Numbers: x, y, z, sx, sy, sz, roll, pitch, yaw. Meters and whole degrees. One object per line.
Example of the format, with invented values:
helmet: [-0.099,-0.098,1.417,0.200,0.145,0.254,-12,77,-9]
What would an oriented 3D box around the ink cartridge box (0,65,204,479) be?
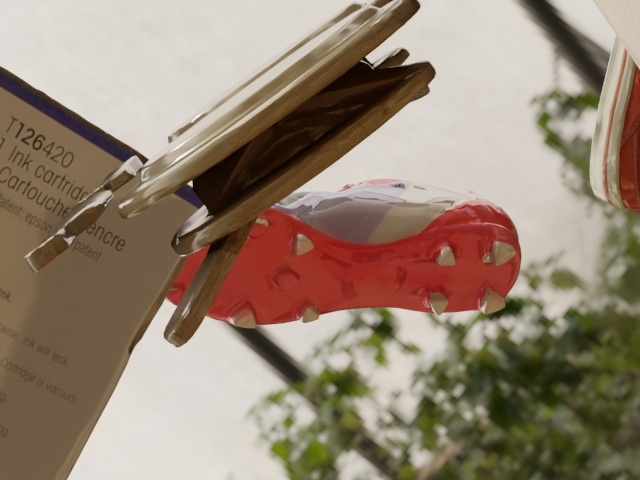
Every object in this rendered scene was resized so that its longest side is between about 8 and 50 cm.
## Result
ink cartridge box: [-0.232,0.048,0.658,0.072,0.303,0.307,10,70,57]

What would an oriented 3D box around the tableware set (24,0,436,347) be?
tableware set: [-0.006,-0.028,0.485,0.128,0.039,0.194,-35,7,5]

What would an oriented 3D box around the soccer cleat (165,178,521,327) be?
soccer cleat: [0.000,0.000,1.097,0.095,0.248,0.083,-113,29,-59]

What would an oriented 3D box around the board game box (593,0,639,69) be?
board game box: [0.224,-0.285,0.768,0.356,0.356,0.356,-31,-25,6]

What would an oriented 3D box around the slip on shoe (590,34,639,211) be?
slip on shoe: [0.264,-0.172,1.238,0.123,0.101,0.331,-19,-59,-56]
